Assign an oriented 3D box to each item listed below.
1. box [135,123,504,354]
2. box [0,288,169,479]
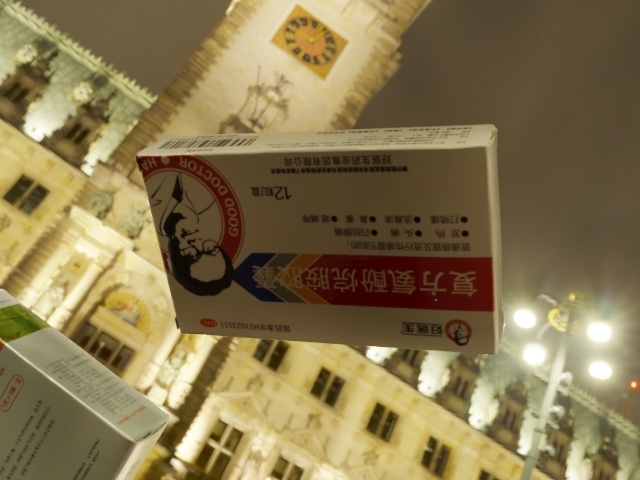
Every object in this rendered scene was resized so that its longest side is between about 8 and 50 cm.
[{"bbox_3d":[0.000,0.000,0.746,0.353,0.069,0.214,1,-65,22],"label":"box"},{"bbox_3d":[-0.375,0.231,0.955,0.299,0.200,0.106,34,13,7],"label":"box"}]
